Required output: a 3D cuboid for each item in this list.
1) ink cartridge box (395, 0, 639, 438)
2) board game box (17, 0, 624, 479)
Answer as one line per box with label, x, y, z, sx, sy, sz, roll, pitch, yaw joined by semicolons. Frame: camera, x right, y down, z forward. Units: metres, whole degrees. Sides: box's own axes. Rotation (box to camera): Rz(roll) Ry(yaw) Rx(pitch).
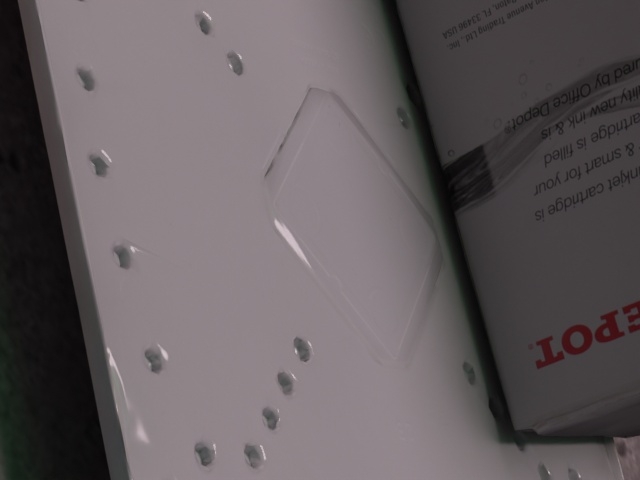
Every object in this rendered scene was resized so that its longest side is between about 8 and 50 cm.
ink cartridge box;0.176;-0.078;0.956;0.129;0.223;0.307;12;59;-54
board game box;0.000;0.000;0.901;0.390;0.050;0.390;12;59;-53
